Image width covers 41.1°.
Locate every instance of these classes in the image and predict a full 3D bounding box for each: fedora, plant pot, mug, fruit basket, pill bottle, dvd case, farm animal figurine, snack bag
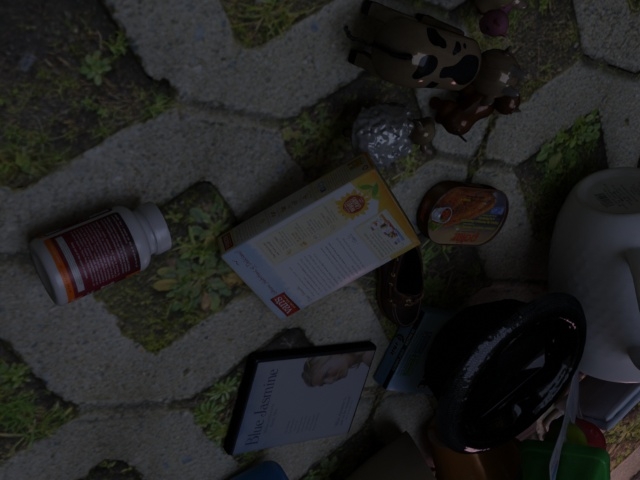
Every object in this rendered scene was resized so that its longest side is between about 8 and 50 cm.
[{"bbox_3d":[0.298,0.202,1.478,0.334,0.152,0.334,-20,127,-28],"label":"fedora"},{"bbox_3d":[0.300,0.422,1.662,0.205,0.205,0.188,-36,117,-16],"label":"plant pot"},{"bbox_3d":[0.553,0.073,1.525,0.276,0.374,0.328,-8,122,9],"label":"mug"},{"bbox_3d":[0.454,0.430,1.588,0.353,0.165,0.327,-58,142,-58],"label":"fruit basket"},{"bbox_3d":[-0.260,0.011,1.021,0.152,0.086,0.086,-25,129,-25],"label":"pill bottle"},{"bbox_3d":[-0.029,0.255,1.402,0.253,0.022,0.180,0,116,-38],"label":"dvd case"},{"bbox_3d":[0.193,-0.268,1.152,0.326,0.172,0.330,-18,126,-30],"label":"farm animal figurine"},{"bbox_3d":[0.098,0.524,1.536,0.274,0.256,0.256,-28,132,-4],"label":"plant pot"},{"bbox_3d":[0.649,0.255,1.790,0.323,0.037,0.342,-44,177,-3],"label":"snack bag"}]

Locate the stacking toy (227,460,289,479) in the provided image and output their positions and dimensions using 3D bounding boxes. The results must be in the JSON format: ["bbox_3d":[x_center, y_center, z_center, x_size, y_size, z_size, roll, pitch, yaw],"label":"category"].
[{"bbox_3d":[-0.094,0.526,1.449,0.165,0.175,0.302,-28,144,-16],"label":"stacking toy"}]

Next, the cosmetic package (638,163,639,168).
[{"bbox_3d":[0.726,-0.029,1.745,0.129,0.153,0.296,-22,129,-29],"label":"cosmetic package"}]

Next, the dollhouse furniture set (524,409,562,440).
[{"bbox_3d":[0.537,0.544,1.836,0.286,0.303,0.198,-42,135,-11],"label":"dollhouse furniture set"}]

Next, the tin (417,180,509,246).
[{"bbox_3d":[0.238,-0.044,1.424,0.189,0.040,0.106,3,110,-40],"label":"tin"}]

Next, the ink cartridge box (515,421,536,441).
[{"bbox_3d":[0.409,0.368,1.802,0.088,0.052,0.122,-27,129,-23],"label":"ink cartridge box"}]

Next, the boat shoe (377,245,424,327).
[{"bbox_3d":[0.134,0.070,1.385,0.073,0.073,0.207,-33,133,-20],"label":"boat shoe"}]

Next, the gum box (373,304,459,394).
[{"bbox_3d":[0.199,0.199,1.537,0.184,0.041,0.157,14,106,-43],"label":"gum box"}]

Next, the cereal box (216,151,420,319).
[{"bbox_3d":[0.000,0.000,1.194,0.240,0.047,0.173,-28,134,8],"label":"cereal box"}]
